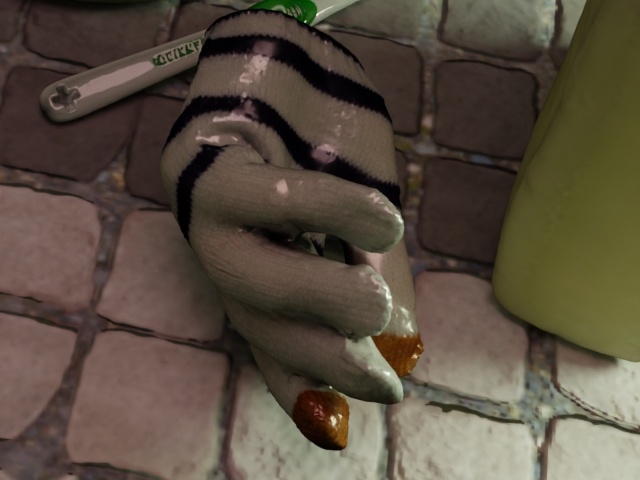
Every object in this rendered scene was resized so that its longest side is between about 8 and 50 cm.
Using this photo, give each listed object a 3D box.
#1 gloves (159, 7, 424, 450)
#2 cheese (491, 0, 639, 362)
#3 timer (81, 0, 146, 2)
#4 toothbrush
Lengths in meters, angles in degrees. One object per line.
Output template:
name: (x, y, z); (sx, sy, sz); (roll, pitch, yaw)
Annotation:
gloves: (-0.015, -0.001, 0.742); (0.131, 0.140, 0.219); (0, 68, 10)
cheese: (0.198, -0.102, 0.769); (0.124, 0.265, 0.242); (28, 55, 10)
timer: (-0.126, -0.344, 0.835); (0.291, 0.315, 0.291); (5, 56, -8)
toothbrush: (-0.035, -0.133, 0.889); (0.304, 0.030, 0.030); (-25, 65, -23)
